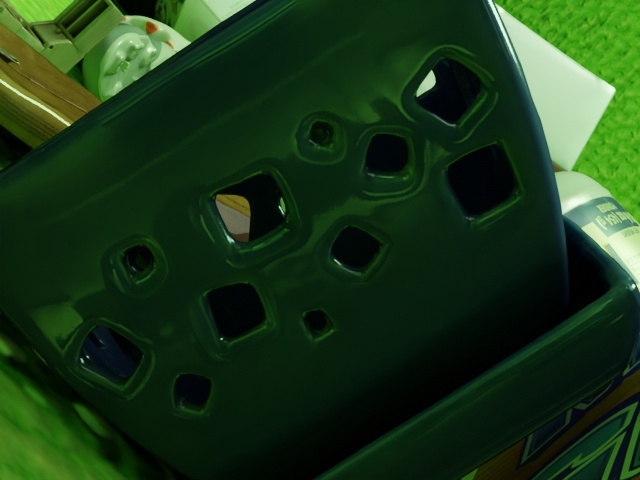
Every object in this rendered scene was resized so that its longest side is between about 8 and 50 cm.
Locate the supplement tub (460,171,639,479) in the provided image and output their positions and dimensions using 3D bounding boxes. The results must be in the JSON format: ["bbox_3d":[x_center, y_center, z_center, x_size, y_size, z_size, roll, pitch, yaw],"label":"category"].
[{"bbox_3d":[0.192,0.142,1.080,0.325,0.235,0.235,48,6,16],"label":"supplement tub"}]

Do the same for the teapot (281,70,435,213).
[{"bbox_3d":[0.016,-0.021,1.269,0.256,0.187,0.252,26,-25,14],"label":"teapot"}]

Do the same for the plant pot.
[{"bbox_3d":[0.000,0.000,0.748,0.212,0.236,0.236,56,4,-8],"label":"plant pot"}]

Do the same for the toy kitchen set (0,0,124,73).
[{"bbox_3d":[-0.204,-0.175,1.202,0.068,0.075,0.083,49,2,36],"label":"toy kitchen set"}]

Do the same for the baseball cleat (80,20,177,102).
[{"bbox_3d":[-0.179,-0.151,1.353,0.109,0.072,0.206,31,2,6],"label":"baseball cleat"}]

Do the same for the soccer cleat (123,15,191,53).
[{"bbox_3d":[-0.114,-0.145,1.492,0.196,0.068,0.076,21,-7,13],"label":"soccer cleat"}]

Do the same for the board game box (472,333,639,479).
[{"bbox_3d":[0.289,0.154,0.675,0.356,0.356,0.356,46,25,-1],"label":"board game box"}]

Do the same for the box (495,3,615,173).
[{"bbox_3d":[0.130,-0.094,1.337,0.130,0.091,0.170,35,-25,-5],"label":"box"}]

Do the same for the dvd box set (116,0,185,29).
[{"bbox_3d":[-0.137,-0.408,1.870,0.062,0.420,0.307,-10,45,-32],"label":"dvd box set"}]

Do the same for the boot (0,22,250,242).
[{"bbox_3d":[-0.083,-0.023,0.956,0.280,0.096,0.264,41,8,-37],"label":"boot"}]

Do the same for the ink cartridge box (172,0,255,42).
[{"bbox_3d":[-0.055,-0.119,1.580,0.232,0.066,0.189,54,-27,8],"label":"ink cartridge box"}]
